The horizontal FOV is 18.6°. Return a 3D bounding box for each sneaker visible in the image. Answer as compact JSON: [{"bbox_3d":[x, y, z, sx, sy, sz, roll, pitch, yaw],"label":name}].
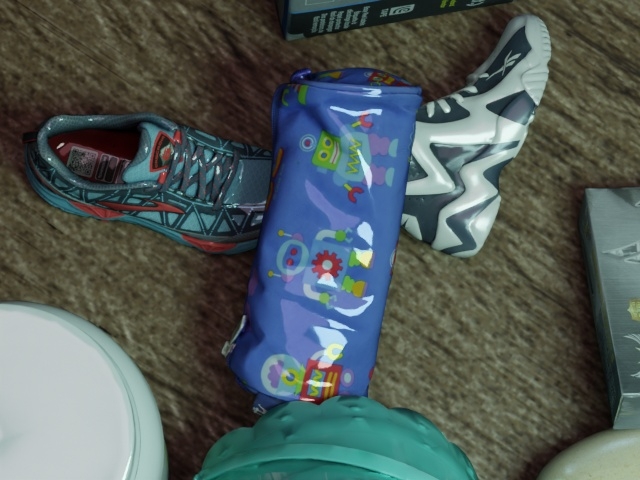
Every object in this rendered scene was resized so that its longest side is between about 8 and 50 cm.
[{"bbox_3d":[-0.136,-0.055,1.723,0.262,0.125,0.104,7,77,-1],"label":"sneaker"},{"bbox_3d":[0.107,-0.115,1.765,0.153,0.094,0.235,21,87,-6],"label":"sneaker"}]

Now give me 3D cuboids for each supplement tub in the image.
[{"bbox_3d":[-0.240,0.178,1.561,0.235,0.325,0.235,1,76,-3],"label":"supplement tub"}]

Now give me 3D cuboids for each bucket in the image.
[{"bbox_3d":[0.021,0.274,1.576,0.281,0.183,0.281,-1,104,-5],"label":"bucket"}]

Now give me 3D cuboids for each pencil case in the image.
[{"bbox_3d":[0.000,0.000,1.679,0.133,0.119,0.306,10,96,-5],"label":"pencil case"}]

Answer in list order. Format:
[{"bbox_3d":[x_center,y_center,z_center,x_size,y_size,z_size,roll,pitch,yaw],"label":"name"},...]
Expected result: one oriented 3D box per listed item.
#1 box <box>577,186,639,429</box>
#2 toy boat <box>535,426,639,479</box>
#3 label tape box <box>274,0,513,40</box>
[{"bbox_3d":[0.332,0.054,1.711,0.183,0.056,0.231,0,51,-4],"label":"box"},{"bbox_3d":[0.350,0.272,1.675,0.318,0.148,0.267,-17,73,1],"label":"toy boat"},{"bbox_3d":[0.124,-0.289,1.731,0.334,0.240,0.106,-10,77,-5],"label":"label tape box"}]
